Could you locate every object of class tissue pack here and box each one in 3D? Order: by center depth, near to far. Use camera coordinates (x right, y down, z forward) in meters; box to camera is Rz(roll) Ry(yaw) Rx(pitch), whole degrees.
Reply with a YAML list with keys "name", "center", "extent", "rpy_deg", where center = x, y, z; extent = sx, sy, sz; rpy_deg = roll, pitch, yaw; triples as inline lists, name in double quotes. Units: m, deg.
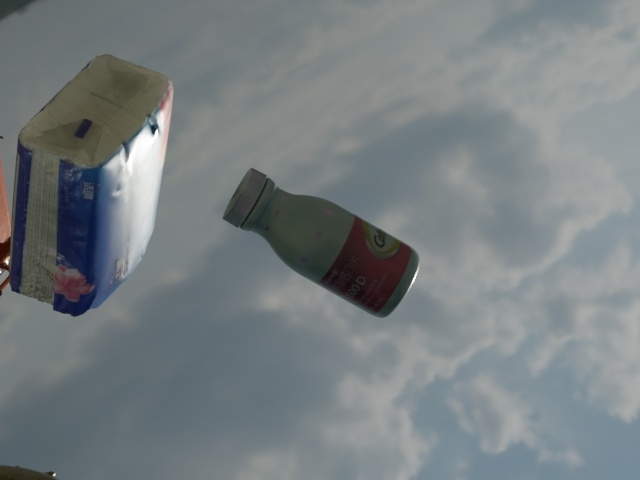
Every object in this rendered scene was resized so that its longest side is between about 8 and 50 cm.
- name: "tissue pack"
  center: [-0.280, -0.062, 1.762]
  extent: [0.209, 0.137, 0.269]
  rpy_deg: [-53, 166, -44]

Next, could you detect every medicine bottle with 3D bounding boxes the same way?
- name: "medicine bottle"
  center: [0.000, 0.000, 1.601]
  extent: [0.090, 0.217, 0.090]
  rpy_deg: [-58, -170, 16]

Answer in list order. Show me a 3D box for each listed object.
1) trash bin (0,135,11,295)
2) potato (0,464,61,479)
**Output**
- name: "trash bin"
  center: [-0.516, -0.046, 2.047]
  extent: [0.184, 0.238, 0.161]
  rpy_deg: [17, -143, 11]
- name: "potato"
  center: [-0.445, 0.403, 2.016]
  extent: [0.307, 0.210, 0.173]
  rpy_deg: [2, -117, 35]
